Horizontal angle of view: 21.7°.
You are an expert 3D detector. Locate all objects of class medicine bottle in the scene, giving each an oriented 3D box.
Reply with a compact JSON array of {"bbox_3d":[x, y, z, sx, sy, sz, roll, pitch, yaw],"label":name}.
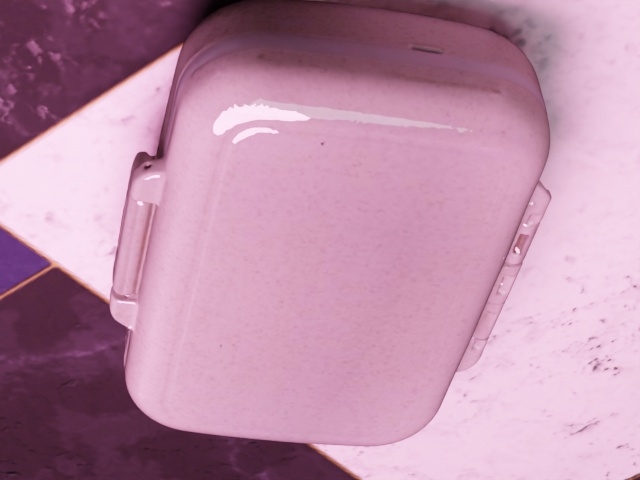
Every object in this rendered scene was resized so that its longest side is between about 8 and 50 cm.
[{"bbox_3d":[0.000,0.000,1.178,0.282,0.123,0.375,5,138,-12],"label":"medicine bottle"}]
